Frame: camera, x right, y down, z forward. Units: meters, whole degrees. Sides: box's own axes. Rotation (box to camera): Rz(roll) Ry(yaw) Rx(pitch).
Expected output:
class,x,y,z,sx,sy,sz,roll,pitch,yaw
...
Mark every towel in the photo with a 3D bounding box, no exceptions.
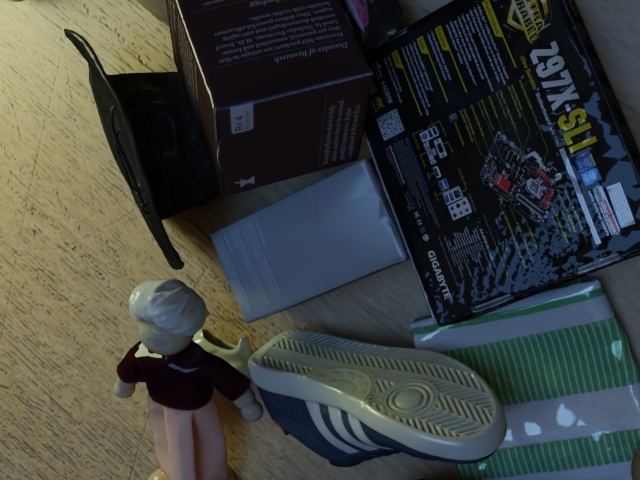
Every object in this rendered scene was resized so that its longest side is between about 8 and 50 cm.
class,x,y,z,sx,sy,sz,roll,pitch,yaw
towel,0.251,0.220,1.027,0.248,0.038,0.324,-18,89,28

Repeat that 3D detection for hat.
class,x,y,z,sx,sy,sz,roll,pitch,yaw
hat,-0.193,-0.134,1.137,0.134,0.331,0.331,-24,85,-11

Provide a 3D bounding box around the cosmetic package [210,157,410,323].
class,x,y,z,sx,sy,sz,roll,pitch,yaw
cosmetic package,0.000,0.000,1.092,0.238,0.107,0.127,-22,87,26

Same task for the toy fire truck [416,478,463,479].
class,x,y,z,sx,sy,sz,roll,pitch,yaw
toy fire truck,0.104,0.405,1.091,0.217,0.159,0.246,67,160,4

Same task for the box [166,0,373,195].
class,x,y,z,sx,sy,sz,roll,pitch,yaw
box,-0.061,-0.190,0.992,0.167,0.168,0.203,-16,65,-12

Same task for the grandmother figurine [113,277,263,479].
class,x,y,z,sx,sy,sz,roll,pitch,yaw
grandmother figurine,-0.173,0.193,1.148,0.208,0.104,0.342,1,123,9

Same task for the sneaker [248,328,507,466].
class,x,y,z,sx,sy,sz,roll,pitch,yaw
sneaker,0.069,0.209,1.060,0.350,0.131,0.148,12,126,45

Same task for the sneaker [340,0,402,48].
class,x,y,z,sx,sy,sz,roll,pitch,yaw
sneaker,0.035,-0.264,1.031,0.077,0.072,0.178,-60,31,35

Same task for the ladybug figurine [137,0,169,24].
class,x,y,z,sx,sy,sz,roll,pitch,yaw
ladybug figurine,-0.144,-0.458,1.033,0.305,0.162,0.449,23,114,35

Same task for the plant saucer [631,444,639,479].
class,x,y,z,sx,sy,sz,roll,pitch,yaw
plant saucer,0.370,0.242,0.957,0.084,0.015,0.083,0,91,-1

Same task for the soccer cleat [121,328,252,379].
class,x,y,z,sx,sy,sz,roll,pitch,yaw
soccer cleat,-0.178,0.155,1.233,0.196,0.068,0.076,3,94,21

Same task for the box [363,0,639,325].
class,x,y,z,sx,sy,sz,roll,pitch,yaw
box,0.189,-0.099,0.970,0.257,0.079,0.321,-25,79,27
